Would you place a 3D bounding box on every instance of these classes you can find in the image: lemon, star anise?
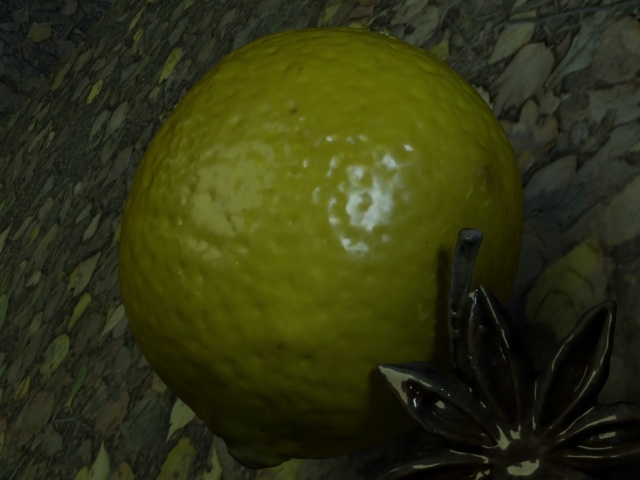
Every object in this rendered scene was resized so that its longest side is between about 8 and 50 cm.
[{"bbox_3d":[0.001,-0.002,0.823,0.336,0.336,0.336,-38,33,31],"label":"lemon"},{"bbox_3d":[0.127,0.121,0.668,0.230,0.081,0.262,-21,76,23],"label":"star anise"}]

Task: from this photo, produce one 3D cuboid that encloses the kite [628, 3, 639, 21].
[{"bbox_3d":[0.356,-0.192,0.781,0.267,0.013,0.323,-57,26,-3],"label":"kite"}]
